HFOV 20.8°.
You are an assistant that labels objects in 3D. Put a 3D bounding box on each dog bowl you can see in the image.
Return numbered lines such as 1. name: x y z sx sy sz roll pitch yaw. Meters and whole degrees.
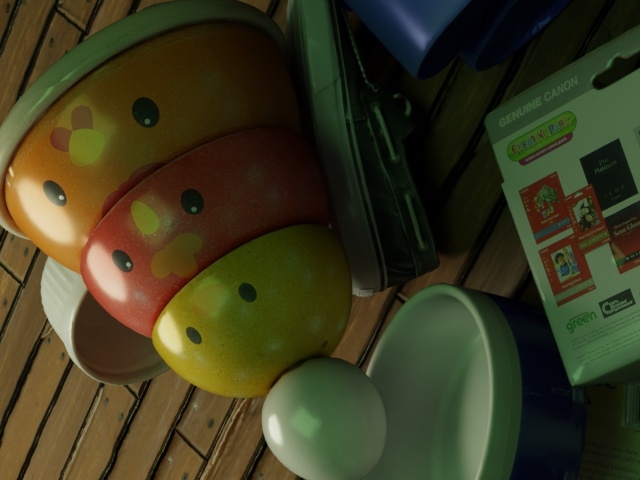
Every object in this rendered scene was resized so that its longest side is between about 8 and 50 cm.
1. dog bowl: 0.135 0.179 1.640 0.265 0.104 0.265 -39 44 53

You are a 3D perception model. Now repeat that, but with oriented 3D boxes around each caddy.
1. caddy: 0.157 -0.309 1.642 0.341 0.241 0.179 -46 73 32

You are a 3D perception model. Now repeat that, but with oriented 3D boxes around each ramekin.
1. ramekin: -0.225 0.053 2.014 0.109 0.207 0.207 38 117 40

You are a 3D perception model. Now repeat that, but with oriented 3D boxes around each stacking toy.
1. stacking toy: -0.078 0.029 1.717 0.350 0.350 0.480 -50 64 31

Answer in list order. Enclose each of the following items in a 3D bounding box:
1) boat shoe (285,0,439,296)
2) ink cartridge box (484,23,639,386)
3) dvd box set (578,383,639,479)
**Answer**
1. boat shoe: 0.046 -0.112 1.838 0.121 0.119 0.335 -174 71 -79
2. ink cartridge box: 0.330 -0.051 1.534 0.309 0.130 0.272 -28 71 34
3. dvd box set: 0.268 0.287 1.720 0.307 0.062 0.421 6 98 39
